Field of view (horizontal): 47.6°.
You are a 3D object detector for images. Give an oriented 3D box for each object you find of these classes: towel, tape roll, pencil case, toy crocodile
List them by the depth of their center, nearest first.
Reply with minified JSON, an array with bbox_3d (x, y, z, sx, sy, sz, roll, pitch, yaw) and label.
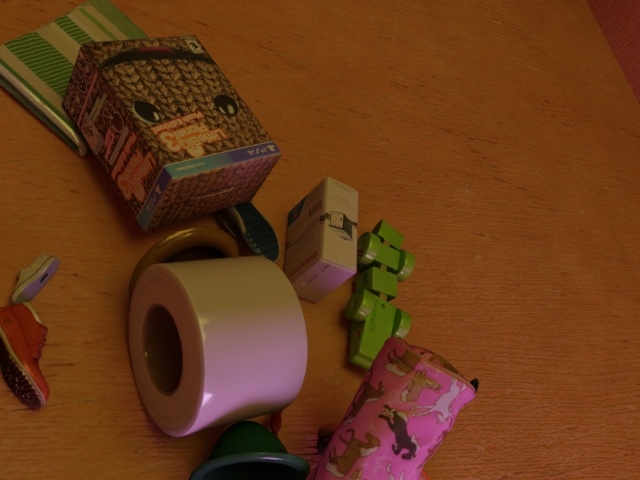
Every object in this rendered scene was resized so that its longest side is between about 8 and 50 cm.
[{"bbox_3d":[0.076,0.336,1.054,0.167,0.160,0.386,33,82,-16],"label":"pencil case"},{"bbox_3d":[-0.157,0.148,1.064,0.169,0.246,0.246,-4,64,-38],"label":"tape roll"},{"bbox_3d":[-0.420,-0.313,1.341,0.248,0.038,0.325,42,44,-5],"label":"towel"},{"bbox_3d":[0.107,0.099,1.412,0.115,0.105,0.341,25,53,-21],"label":"toy crocodile"}]

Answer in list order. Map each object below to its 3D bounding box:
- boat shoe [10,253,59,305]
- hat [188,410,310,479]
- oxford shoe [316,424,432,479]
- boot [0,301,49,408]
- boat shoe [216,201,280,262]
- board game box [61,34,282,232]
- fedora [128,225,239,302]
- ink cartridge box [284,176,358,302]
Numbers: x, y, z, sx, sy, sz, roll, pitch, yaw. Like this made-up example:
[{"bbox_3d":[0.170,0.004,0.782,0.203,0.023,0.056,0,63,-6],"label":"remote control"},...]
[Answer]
[{"bbox_3d":[-0.433,0.056,1.080,0.035,0.035,0.100,20,49,11],"label":"boat shoe"},{"bbox_3d":[-0.110,0.274,1.088,0.173,0.208,0.184,0,53,-10],"label":"hat"},{"bbox_3d":[0.124,0.440,1.165,0.363,0.130,0.133,39,59,2],"label":"oxford shoe"},{"bbox_3d":[-0.407,0.155,1.013,0.084,0.059,0.158,-22,74,-48],"label":"boot"},{"bbox_3d":[-0.137,-0.023,1.325,0.066,0.066,0.183,-16,66,-39],"label":"boat shoe"},{"bbox_3d":[-0.254,-0.191,1.232,0.232,0.141,0.291,-21,69,-44],"label":"board game box"},{"bbox_3d":[-0.227,0.047,1.175,0.194,0.194,0.079,-3,28,-38],"label":"fedora"},{"bbox_3d":[0.000,0.000,1.361,0.082,0.139,0.191,22,51,-26],"label":"ink cartridge box"}]
